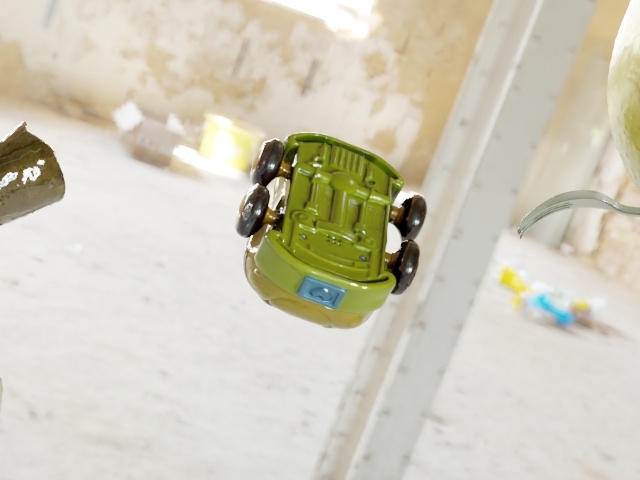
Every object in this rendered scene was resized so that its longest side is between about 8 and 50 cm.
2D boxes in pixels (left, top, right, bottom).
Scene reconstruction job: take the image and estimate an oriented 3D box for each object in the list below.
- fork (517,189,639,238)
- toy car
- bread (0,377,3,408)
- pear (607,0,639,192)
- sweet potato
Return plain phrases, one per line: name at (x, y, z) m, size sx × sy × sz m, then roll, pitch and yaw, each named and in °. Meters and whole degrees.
fork at (0.243, -0.024, 0.876) m, size 0.219 × 0.028 × 0.034 m, roll -4°, pitch -18°, yaw 13°
toy car at (0.000, 0.000, 1.415) m, size 0.200 × 0.142 × 0.248 m, roll 23°, pitch 40°, yaw -6°
bread at (-0.210, 0.123, 0.491) m, size 0.060 × 0.139 × 0.178 m, roll 44°, pitch 41°, yaw -7°
pear at (0.420, -0.138, 1.138) m, size 0.348 × 0.348 × 0.348 m, roll 19°, pitch 13°, yaw -5°
sweet potato at (-0.345, -0.071, 1.034) m, size 0.285 × 0.112 × 0.085 m, roll 17°, pitch 28°, yaw -22°
